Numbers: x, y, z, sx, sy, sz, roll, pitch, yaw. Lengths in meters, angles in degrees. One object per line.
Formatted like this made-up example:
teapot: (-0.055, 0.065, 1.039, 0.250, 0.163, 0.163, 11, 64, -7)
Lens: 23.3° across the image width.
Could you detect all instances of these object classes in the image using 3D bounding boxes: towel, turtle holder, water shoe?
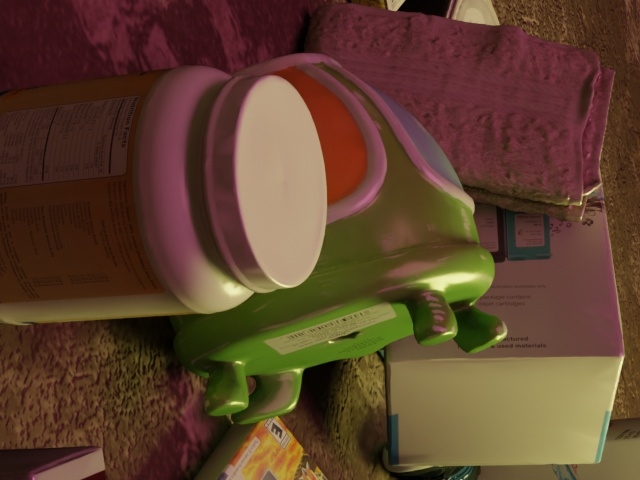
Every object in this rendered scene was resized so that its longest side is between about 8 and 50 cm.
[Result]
towel: (0.111, -0.116, 1.354, 0.049, 0.282, 0.187, 92, 11, -51)
turtle holder: (0.011, -0.007, 1.146, 0.320, 0.243, 0.227, -2, 71, -55)
water shoe: (0.120, 0.240, 1.551, 0.203, 0.073, 0.080, 14, 75, -65)

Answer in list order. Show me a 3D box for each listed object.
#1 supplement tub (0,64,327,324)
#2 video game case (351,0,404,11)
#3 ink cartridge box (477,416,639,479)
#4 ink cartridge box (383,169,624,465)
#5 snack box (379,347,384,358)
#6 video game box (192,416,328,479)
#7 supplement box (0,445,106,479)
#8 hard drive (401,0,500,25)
supplement tub: (-0.111, -0.026, 0.915, 0.144, 0.200, 0.144, -5, 90, -67)
video game case: (0.062, -0.357, 1.565, 0.232, 0.042, 0.210, -57, 137, -55)
ink cartridge box: (0.328, 0.271, 1.767, 0.201, 0.278, 0.117, -5, 87, -66)
ink cartridge box: (0.154, 0.040, 1.402, 0.198, 0.197, 0.270, 85, 4, -55)
snack box: (0.132, 0.072, 1.612, 0.174, 0.070, 0.207, 59, 36, -47)
video game box: (-0.033, 0.252, 1.149, 0.187, 0.048, 0.205, 54, 32, -11)
supplement box: (-0.172, 0.234, 0.816, 0.073, 0.130, 0.239, -13, 97, -66)
hard drive: (0.169, -0.134, 1.744, 0.237, 0.064, 0.339, -70, 147, -43)
